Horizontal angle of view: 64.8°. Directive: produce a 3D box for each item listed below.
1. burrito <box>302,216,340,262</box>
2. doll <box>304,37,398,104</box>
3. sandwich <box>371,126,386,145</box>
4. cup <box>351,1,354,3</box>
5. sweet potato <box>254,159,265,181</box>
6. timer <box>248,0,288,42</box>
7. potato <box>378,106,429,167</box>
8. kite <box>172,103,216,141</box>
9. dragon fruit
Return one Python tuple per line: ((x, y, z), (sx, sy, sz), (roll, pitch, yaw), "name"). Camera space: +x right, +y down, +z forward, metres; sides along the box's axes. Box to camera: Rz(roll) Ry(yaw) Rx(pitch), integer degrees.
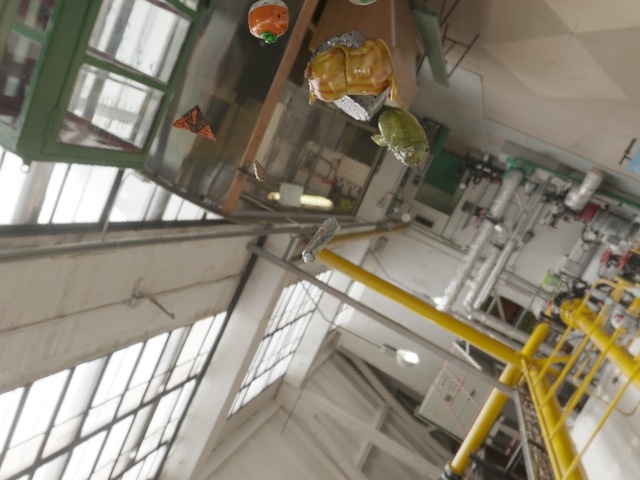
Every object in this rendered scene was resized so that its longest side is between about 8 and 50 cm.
((0.001, 0.000, 1.918), (0.064, 0.203, 0.064), (36, 168, 9), "burrito")
((0.092, -0.503, 1.514), (0.269, 0.167, 0.162), (-5, -128, 5), "doll")
((0.303, -0.436, 2.128), (0.079, 0.113, 0.163), (36, -170, -33), "sandwich")
((0.144, -0.993, 1.847), (0.253, 0.253, 0.274), (26, -162, 4), "cup")
((-0.205, -0.230, 1.691), (0.034, 0.034, 0.095), (33, 156, 39), "sweet potato")
((-0.160, -0.666, 1.546), (0.136, 0.136, 0.099), (32, -175, 35), "timer")
((0.295, -0.372, 1.788), (0.113, 0.149, 0.251), (-10, -121, -31), "potato")
((-0.489, -0.477, 1.984), (0.008, 0.125, 0.222), (5, 176, 39), "kite")
((0.118, -0.561, 1.724), (0.283, 0.204, 0.221), (38, 180, 5), "dragon fruit")
